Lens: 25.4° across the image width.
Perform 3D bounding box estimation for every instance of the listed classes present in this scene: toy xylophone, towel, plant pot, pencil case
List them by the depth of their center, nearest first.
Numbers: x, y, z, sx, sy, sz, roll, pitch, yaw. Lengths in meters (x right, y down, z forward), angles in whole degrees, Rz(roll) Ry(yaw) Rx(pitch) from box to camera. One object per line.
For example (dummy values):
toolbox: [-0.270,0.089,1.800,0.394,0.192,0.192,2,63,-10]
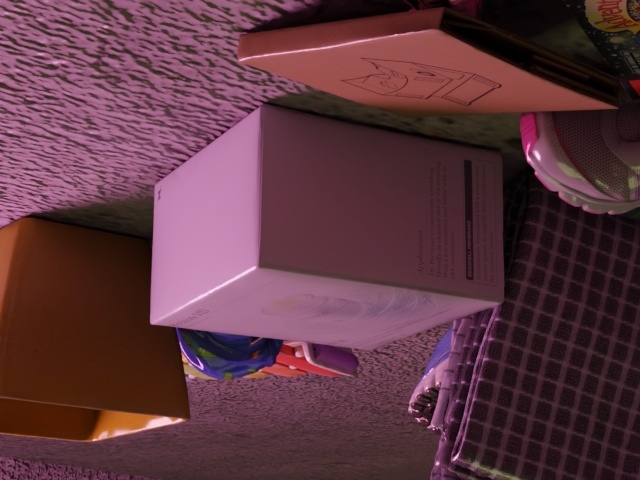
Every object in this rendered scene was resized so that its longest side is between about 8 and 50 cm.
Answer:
towel: [0.232,0.107,1.213,0.235,0.283,0.121,20,162,-15]
plant pot: [-0.269,0.091,1.430,0.212,0.187,0.212,12,160,-35]
pencil case: [-0.087,0.063,1.433,0.119,0.133,0.306,-38,171,-13]
toy xylophone: [-0.094,0.140,1.787,0.323,0.081,0.236,-11,161,36]

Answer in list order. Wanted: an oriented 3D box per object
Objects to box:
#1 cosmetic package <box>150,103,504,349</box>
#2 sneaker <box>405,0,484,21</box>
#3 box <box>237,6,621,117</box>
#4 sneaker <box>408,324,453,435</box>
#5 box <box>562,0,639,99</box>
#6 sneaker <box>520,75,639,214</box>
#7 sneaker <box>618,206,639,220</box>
cosmetic package: [0.000,0.000,1.195,0.225,0.138,0.224,10,161,-26]
sneaker: [0.061,-0.155,0.824,0.057,0.047,0.119,8,166,18]
box: [0.067,-0.111,0.925,0.164,0.021,0.201,14,174,-38]
sneaker: [0.219,0.088,1.548,0.130,0.147,0.330,34,134,-20]
box: [0.230,-0.150,0.821,0.159,0.044,0.233,-7,162,25]
sneaker: [0.262,-0.081,0.989,0.252,0.102,0.111,-1,161,-18]
sneaker: [0.244,-0.052,1.150,0.086,0.064,0.192,-1,166,33]
